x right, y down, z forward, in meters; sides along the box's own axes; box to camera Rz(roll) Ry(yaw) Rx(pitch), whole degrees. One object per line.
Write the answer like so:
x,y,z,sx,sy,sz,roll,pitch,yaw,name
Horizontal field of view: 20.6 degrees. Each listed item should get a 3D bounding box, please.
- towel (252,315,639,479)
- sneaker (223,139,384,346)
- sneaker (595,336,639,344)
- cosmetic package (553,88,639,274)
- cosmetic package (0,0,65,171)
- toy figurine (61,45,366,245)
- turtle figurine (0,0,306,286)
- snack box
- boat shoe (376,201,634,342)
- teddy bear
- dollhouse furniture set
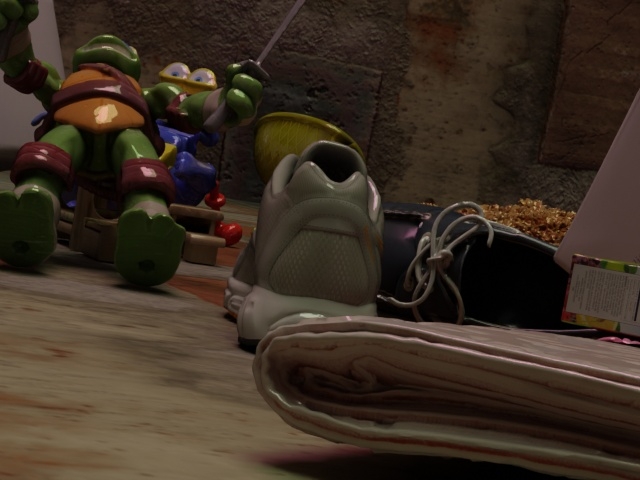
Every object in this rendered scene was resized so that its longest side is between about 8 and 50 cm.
0.189,0.082,0.688,0.317,0.053,0.332,11,0,33,towel
0.000,0.000,1.070,0.099,0.121,0.262,10,3,-7,sneaker
0.203,0.082,0.969,0.119,0.047,0.057,14,-7,42,sneaker
0.284,0.002,1.137,0.151,0.151,0.183,6,27,-43,cosmetic package
-0.383,-0.130,1.428,0.230,0.162,0.453,-8,-1,10,cosmetic package
-0.159,-0.040,1.743,0.362,0.191,0.217,19,37,27,toy figurine
-0.149,-0.115,1.275,0.198,0.274,0.266,37,33,-29,turtle figurine
0.196,0.037,0.858,0.100,0.037,0.141,12,1,38,snack box
0.105,0.026,1.252,0.254,0.095,0.079,19,-7,11,boat shoe
0.244,0.002,1.977,0.338,0.113,0.245,11,5,23,teddy bear
-0.133,-0.034,1.497,0.160,0.101,0.182,8,3,-26,dollhouse furniture set
